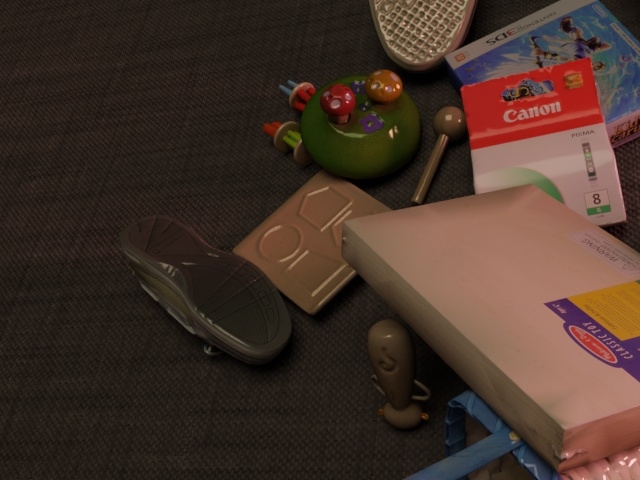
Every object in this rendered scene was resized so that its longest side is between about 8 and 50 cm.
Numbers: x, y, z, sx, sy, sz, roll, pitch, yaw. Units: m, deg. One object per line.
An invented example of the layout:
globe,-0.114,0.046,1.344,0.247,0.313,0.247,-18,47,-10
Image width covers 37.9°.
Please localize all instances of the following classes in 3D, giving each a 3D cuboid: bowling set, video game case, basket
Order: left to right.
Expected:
bowling set,0.215,0.126,1.092,0.286,0.154,0.200,6,37,27
basket,0.179,0.271,0.902,0.288,0.255,0.201,-26,43,-24
video game case,0.344,-0.227,1.350,0.244,0.061,0.270,-26,49,2

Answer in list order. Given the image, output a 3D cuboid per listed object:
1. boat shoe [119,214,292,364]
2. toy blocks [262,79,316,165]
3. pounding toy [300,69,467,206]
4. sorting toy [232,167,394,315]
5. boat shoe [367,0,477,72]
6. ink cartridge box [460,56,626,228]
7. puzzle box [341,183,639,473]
boat shoe,-0.161,0.077,1.297,0.320,0.103,0.118,31,50,31
toy blocks,-0.038,-0.195,1.480,0.123,0.054,0.148,-41,50,-13
pounding toy,0.082,-0.182,1.348,0.236,0.110,0.183,26,63,16
sorting toy,0.000,0.000,1.327,0.193,0.038,0.208,-43,46,-14
boat shoe,0.174,-0.481,1.565,0.186,0.156,0.501,-6,63,11
ink cartridge box,0.286,-0.115,1.215,0.180,0.056,0.225,-11,87,14
puzzle box,0.229,0.063,0.971,0.272,0.052,0.409,-11,31,-23
